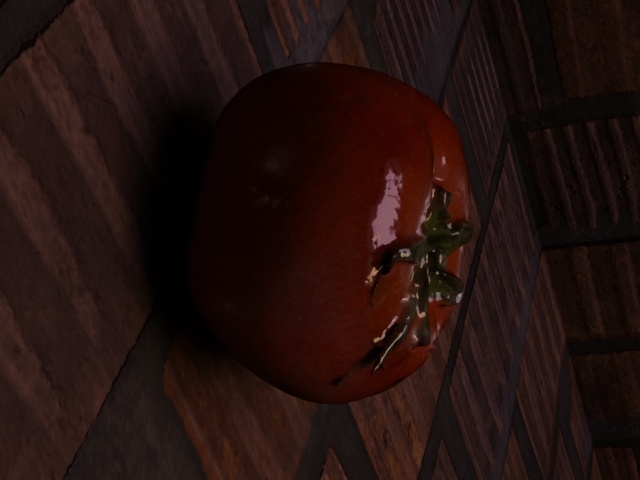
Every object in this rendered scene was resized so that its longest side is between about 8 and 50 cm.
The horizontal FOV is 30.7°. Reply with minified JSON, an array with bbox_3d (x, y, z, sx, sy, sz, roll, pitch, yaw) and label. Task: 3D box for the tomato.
[{"bbox_3d":[0.000,0.000,1.161,0.341,0.272,0.342,9,90,-67],"label":"tomato"}]
